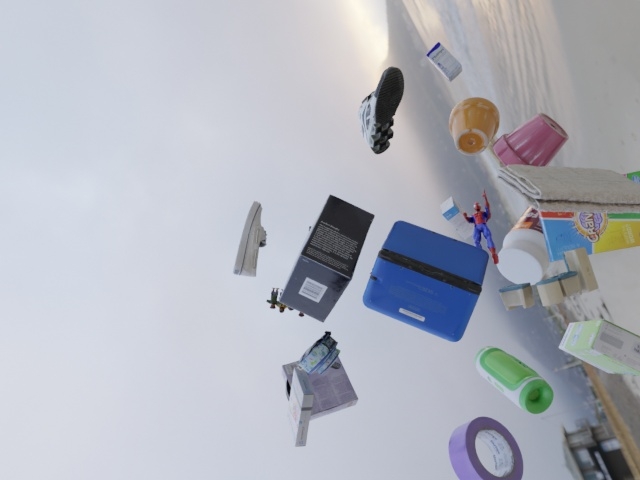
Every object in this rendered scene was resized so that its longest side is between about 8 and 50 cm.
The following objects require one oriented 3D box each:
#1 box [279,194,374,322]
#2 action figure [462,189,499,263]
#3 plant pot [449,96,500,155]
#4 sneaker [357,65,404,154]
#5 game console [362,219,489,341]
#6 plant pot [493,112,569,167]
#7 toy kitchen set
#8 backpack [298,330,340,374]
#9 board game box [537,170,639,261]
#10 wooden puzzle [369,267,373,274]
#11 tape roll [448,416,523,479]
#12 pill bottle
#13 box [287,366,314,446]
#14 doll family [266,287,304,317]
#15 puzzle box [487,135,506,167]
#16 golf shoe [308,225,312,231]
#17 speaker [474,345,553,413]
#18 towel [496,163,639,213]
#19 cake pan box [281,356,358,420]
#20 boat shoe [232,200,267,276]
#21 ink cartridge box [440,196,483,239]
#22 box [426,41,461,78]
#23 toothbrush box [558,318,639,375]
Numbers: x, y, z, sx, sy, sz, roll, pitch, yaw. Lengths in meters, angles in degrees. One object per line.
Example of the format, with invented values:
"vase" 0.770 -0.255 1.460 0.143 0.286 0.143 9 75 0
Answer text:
"box" 0.018 0.061 1.570 0.183 0.296 0.294 26 -131 -1
"action figure" 0.535 -0.057 1.580 0.139 0.092 0.280 57 -151 -34
"plant pot" 0.630 -0.455 1.935 0.205 0.205 0.188 52 -140 -27
"sneaker" 0.189 -0.466 1.628 0.146 0.122 0.330 51 151 29
"game console" 0.303 0.108 1.347 0.293 0.250 0.173 21 -167 14
"plant pot" 0.730 -0.328 1.606 0.201 0.180 0.201 23 -140 -21
"toy kitchen set" 0.633 0.109 1.321 0.207 0.166 0.122 -10 -98 -31
"backpack" -0.001 0.344 1.384 0.084 0.105 0.114 44 -141 9
"board game box" 0.907 -0.074 1.554 0.064 0.317 0.242 19 -120 -71
"wooden puzzle" 0.241 0.144 1.964 0.083 0.049 0.006 41 -135 -22
"tape roll" 0.454 0.592 1.289 0.189 0.080 0.189 15 -131 -18
"pill bottle" 0.913 -0.001 1.974 0.392 0.224 0.224 -42 -73 -33
"box" -0.064 0.513 1.455 0.145 0.038 0.186 -127 42 -67
"doll family" -0.134 0.267 2.012 0.076 0.193 0.111 36 -121 -67
"puzzle box" 0.809 -0.456 2.203 0.272 0.052 0.408 20 -141 -45
"golf shoe" 0.000 0.000 2.642 0.077 0.094 0.198 -18 -96 -84
"speaker" 0.669 0.481 1.645 0.131 0.131 0.296 56 175 -17
"towel" 0.523 -0.104 0.956 0.187 0.282 0.049 -99 12 -63
"cake pan box" -0.011 0.601 1.943 0.070 0.267 0.245 100 149 -43
"boat shoe" -0.218 -0.005 1.546 0.088 0.096 0.267 15 -120 -10
"ink cartridge box" 0.554 -0.076 1.841 0.180 0.060 0.104 44 -155 -11
"box" 0.510 -0.731 1.923 0.137 0.072 0.126 49 -159 5
"toothbrush box" 1.051 0.395 1.723 0.206 0.122 0.283 27 170 11
